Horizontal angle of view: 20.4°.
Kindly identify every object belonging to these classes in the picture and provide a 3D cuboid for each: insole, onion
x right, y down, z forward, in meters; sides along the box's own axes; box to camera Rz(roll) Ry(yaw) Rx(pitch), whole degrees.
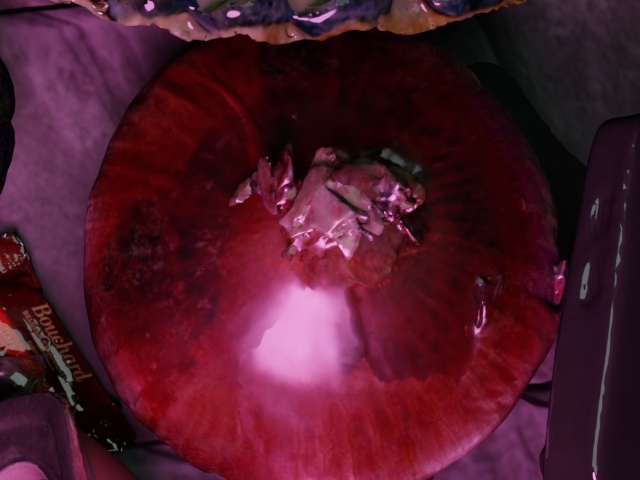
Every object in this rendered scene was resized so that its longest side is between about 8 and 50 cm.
[{"bbox_3d":[0.184,-0.046,1.409,0.080,0.003,0.232,-37,86,-22],"label":"insole"},{"bbox_3d":[0.000,0.000,1.201,0.348,0.285,0.347,1,76,-4],"label":"onion"}]

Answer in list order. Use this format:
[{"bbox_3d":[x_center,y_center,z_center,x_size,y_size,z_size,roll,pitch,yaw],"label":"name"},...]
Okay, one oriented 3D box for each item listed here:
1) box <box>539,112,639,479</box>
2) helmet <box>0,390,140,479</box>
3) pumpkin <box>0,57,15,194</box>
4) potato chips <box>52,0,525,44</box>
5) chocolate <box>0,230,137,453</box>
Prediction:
[{"bbox_3d":[0.249,0.085,1.267,0.290,0.073,0.288,34,61,-52],"label":"box"},{"bbox_3d":[-0.163,0.240,1.148,0.154,0.198,0.253,27,57,-39],"label":"helmet"},{"bbox_3d":[-0.333,-0.082,1.180,0.250,0.216,0.249,-2,93,-44],"label":"pumpkin"},{"bbox_3d":[-0.022,-0.246,1.299,0.358,0.070,0.429,28,44,20],"label":"potato chips"},{"bbox_3d":[-0.205,0.084,1.254,0.086,0.028,0.182,-27,81,-23],"label":"chocolate"}]
